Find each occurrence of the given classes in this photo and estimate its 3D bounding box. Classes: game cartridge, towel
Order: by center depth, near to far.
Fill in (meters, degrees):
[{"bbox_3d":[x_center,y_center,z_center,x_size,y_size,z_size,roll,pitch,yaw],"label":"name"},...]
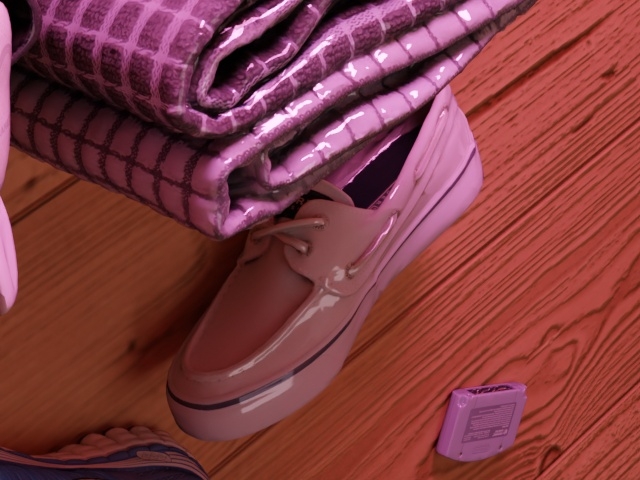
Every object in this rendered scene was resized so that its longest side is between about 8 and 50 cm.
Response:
[{"bbox_3d":[-0.029,-0.139,0.824,0.284,0.235,0.121,-38,129,-29],"label":"towel"},{"bbox_3d":[0.116,0.132,1.313,0.083,0.017,0.056,-1,107,-49],"label":"game cartridge"}]

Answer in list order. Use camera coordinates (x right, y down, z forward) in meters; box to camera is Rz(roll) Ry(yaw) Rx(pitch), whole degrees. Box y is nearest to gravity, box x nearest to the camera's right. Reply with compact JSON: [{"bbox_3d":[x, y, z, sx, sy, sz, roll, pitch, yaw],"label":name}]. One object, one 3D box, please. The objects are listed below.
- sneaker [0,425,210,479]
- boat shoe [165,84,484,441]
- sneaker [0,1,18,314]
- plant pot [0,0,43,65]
[{"bbox_3d":[-0.146,0.172,0.930,0.330,0.147,0.129,-4,113,-47],"label":"sneaker"},{"bbox_3d":[0.000,0.000,1.045,0.267,0.096,0.088,-43,133,-26],"label":"boat shoe"},{"bbox_3d":[-0.199,-0.042,0.528,0.292,0.110,0.118,6,98,-58],"label":"sneaker"},{"bbox_3d":[-0.247,-0.107,0.644,0.188,0.167,0.187,-46,139,-20],"label":"plant pot"}]
